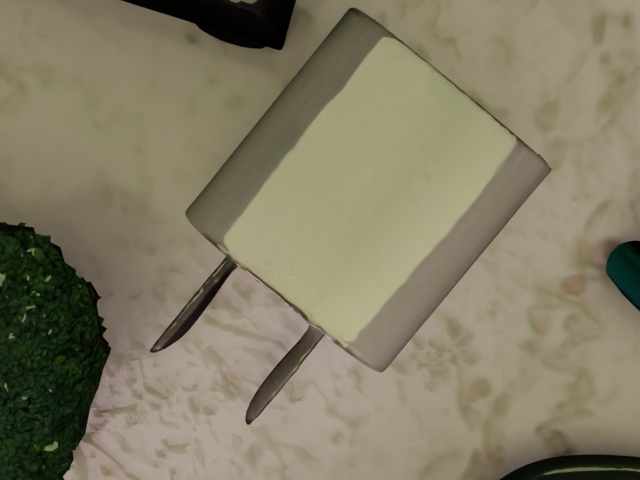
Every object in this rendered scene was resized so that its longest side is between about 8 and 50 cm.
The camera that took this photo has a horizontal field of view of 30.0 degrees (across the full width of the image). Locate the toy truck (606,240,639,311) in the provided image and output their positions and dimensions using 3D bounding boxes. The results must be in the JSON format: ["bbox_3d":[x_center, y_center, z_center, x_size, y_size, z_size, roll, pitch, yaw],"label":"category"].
[{"bbox_3d":[0.279,-0.020,0.629,0.253,0.114,0.124,-25,108,2],"label":"toy truck"}]

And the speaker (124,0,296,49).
[{"bbox_3d":[-0.097,-0.206,0.538,0.232,0.254,0.184,17,95,-1],"label":"speaker"}]

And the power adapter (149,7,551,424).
[{"bbox_3d":[0.000,0.000,0.619,0.130,0.125,0.205,40,95,-4],"label":"power adapter"}]

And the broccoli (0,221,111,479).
[{"bbox_3d":[-0.249,0.065,0.573,0.308,0.308,0.275,-4,57,0],"label":"broccoli"}]

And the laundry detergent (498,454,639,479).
[{"bbox_3d":[0.138,0.187,0.663,0.222,0.078,0.144,9,93,1],"label":"laundry detergent"}]
